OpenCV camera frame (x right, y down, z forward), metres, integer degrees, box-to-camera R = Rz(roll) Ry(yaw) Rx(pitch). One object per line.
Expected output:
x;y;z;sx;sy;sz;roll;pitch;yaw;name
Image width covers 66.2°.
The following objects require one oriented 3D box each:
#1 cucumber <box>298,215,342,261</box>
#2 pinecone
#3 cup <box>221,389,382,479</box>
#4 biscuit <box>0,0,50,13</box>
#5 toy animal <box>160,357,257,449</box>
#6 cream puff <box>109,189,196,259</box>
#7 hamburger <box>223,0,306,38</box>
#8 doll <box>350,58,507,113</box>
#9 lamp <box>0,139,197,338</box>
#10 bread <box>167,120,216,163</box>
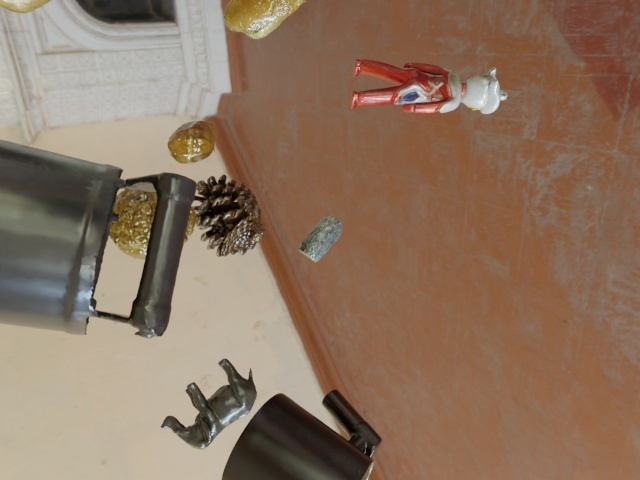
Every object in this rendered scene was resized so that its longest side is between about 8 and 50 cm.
0.001;-0.001;1.126;0.064;0.112;0.064;32;157;15;cucumber
-0.235;-0.069;1.234;0.185;0.169;0.212;95;152;-66;pinecone
-0.009;0.323;0.757;0.177;0.239;0.166;24;147;21;cup
-0.103;-0.226;0.282;0.041;0.239;0.212;57;-137;-70;biscuit
-0.265;0.399;1.185;0.146;0.245;0.114;53;-179;12;toy animal
-0.279;-0.035;0.822;0.103;0.144;0.126;-35;61;56;cream puff
-0.148;-0.663;1.371;0.262;0.124;0.131;-36;54;15;hamburger
0.268;-0.378;1.219;0.099;0.384;0.188;87;-170;-56;doll
-0.353;-0.010;0.540;0.374;0.272;0.205;-1;77;48;lamp
-0.159;-0.126;0.620;0.157;0.052;0.044;-119;15;-71;bread
